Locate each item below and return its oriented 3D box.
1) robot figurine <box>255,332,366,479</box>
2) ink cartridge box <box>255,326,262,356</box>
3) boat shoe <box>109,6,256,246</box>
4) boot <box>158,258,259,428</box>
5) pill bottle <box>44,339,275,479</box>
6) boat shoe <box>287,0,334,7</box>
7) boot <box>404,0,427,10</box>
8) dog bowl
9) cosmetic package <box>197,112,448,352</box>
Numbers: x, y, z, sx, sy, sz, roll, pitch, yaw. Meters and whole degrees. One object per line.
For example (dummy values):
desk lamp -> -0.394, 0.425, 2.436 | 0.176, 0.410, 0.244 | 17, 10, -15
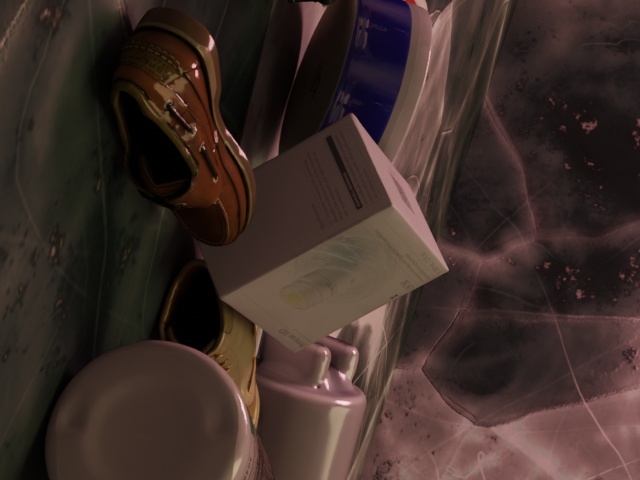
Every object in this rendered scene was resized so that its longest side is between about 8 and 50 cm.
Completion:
robot figurine -> -0.052, 0.308, 1.947 | 0.300, 0.200, 0.353 | 8, 99, -50
ink cartridge box -> -0.092, 0.043, 1.835 | 0.224, 0.056, 0.181 | -101, -156, -75
boat shoe -> -0.144, -0.082, 1.283 | 0.104, 0.111, 0.307 | -62, 154, -31
boot -> -0.134, 0.155, 1.597 | 0.203, 0.095, 0.262 | 26, 71, -79
pill bottle -> -0.154, 0.261, 1.420 | 0.361, 0.204, 0.204 | 78, 30, -64
boat shoe -> 0.020, -0.362, 1.654 | 0.302, 0.091, 0.114 | -58, 160, -52
boot -> 0.096, -0.335, 2.063 | 0.244, 0.088, 0.176 | 67, 40, -59
dog bowl -> 0.040, -0.190, 1.699 | 0.265, 0.104, 0.265 | -162, -90, -76
cosmetic package -> 0.000, 0.000, 1.555 | 0.224, 0.225, 0.138 | 43, 22, -60
